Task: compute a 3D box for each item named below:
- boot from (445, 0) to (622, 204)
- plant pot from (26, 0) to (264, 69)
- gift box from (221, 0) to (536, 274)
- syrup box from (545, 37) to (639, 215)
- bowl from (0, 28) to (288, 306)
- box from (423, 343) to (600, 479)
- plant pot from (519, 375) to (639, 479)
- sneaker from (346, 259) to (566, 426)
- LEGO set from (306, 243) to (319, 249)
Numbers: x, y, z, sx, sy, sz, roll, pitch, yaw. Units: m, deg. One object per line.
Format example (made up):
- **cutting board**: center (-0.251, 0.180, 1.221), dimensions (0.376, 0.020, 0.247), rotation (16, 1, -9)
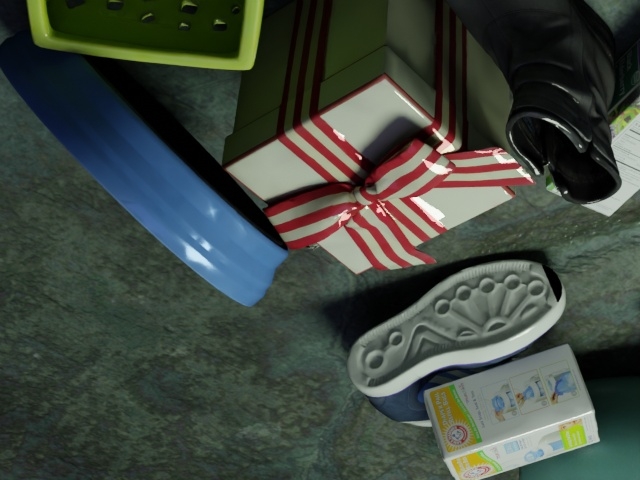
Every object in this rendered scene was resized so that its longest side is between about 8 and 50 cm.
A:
- **boot**: center (0.206, -0.199, 1.561), dimensions (0.338, 0.222, 0.118), rotation (33, 133, -29)
- **plant pot**: center (-0.157, -0.323, 1.473), dimensions (0.228, 0.207, 0.227), rotation (7, 139, -1)
- **gift box**: center (0.077, -0.123, 1.639), dimensions (0.276, 0.258, 0.255), rotation (35, 132, -29)
- **syrup box**: center (0.358, -0.141, 1.712), dimensions (0.096, 0.093, 0.237), rotation (22, 137, -18)
- **bowl**: center (-0.184, -0.092, 1.644), dimensions (0.077, 0.391, 0.391), rotation (-44, 126, 3)
- **box**: center (0.251, 0.231, 1.986), dimensions (0.203, 0.103, 0.114), rotation (-19, 150, 4)
- **plant pot**: center (0.414, 0.322, 2.111), dimensions (0.235, 0.293, 0.293), rotation (5, 142, 25)
- **sneaker**: center (0.211, 0.151, 2.071), dimensions (0.323, 0.130, 0.236), rotation (-27, 149, 15)
- **LEGO set**: center (0.002, -0.001, 1.969), dimensions (0.083, 0.023, 0.054), rotation (10, 139, -5)
